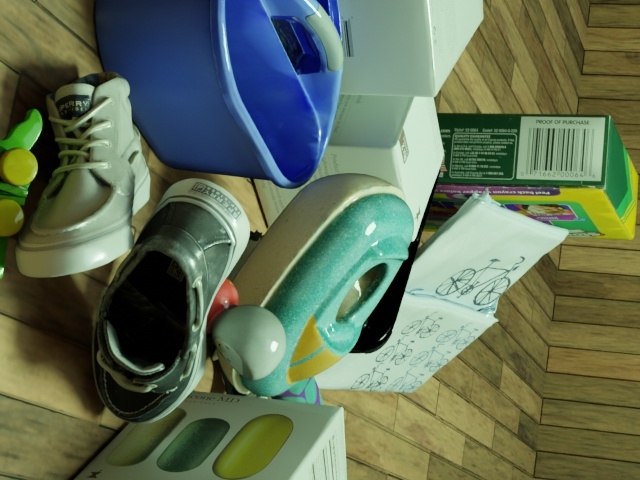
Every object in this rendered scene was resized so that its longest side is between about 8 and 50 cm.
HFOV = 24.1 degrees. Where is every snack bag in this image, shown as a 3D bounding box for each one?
[{"bbox_3d":[0.157,0.081,1.943,0.342,0.037,0.323,-44,154,17],"label":"snack bag"}]

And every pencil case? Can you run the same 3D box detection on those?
[{"bbox_3d":[-0.026,0.188,1.804,0.070,0.064,0.152,-56,148,-30],"label":"pencil case"}]

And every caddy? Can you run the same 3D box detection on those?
[{"bbox_3d":[-0.067,-0.197,1.423,0.341,0.179,0.241,61,39,-58],"label":"caddy"}]

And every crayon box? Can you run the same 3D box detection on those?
[{"bbox_3d":[0.225,-0.084,2.009,0.313,0.363,0.106,31,63,-69],"label":"crayon box"}]

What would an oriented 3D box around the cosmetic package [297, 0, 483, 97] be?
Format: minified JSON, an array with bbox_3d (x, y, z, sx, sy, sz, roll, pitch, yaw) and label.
[{"bbox_3d":[0.045,-0.265,1.660,0.225,0.224,0.138,-58,146,-53],"label":"cosmetic package"}]

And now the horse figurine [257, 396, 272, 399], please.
[{"bbox_3d":[-0.048,0.292,1.736,0.174,0.066,0.263,-90,162,-47],"label":"horse figurine"}]

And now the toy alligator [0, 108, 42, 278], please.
[{"bbox_3d":[-0.256,-0.013,1.126,0.051,0.056,0.190,17,83,-25],"label":"toy alligator"}]

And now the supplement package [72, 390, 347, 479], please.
[{"bbox_3d":[-0.106,0.287,1.386,0.263,0.199,0.198,-46,136,-62],"label":"supplement package"}]

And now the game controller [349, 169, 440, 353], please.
[{"bbox_3d":[0.034,-0.008,1.778,0.067,0.166,0.319,105,3,-54],"label":"game controller"}]

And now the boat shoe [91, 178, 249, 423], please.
[{"bbox_3d":[-0.144,0.078,1.259,0.102,0.108,0.301,-56,178,-44],"label":"boat shoe"}]

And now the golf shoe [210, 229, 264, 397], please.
[{"bbox_3d":[-0.078,0.086,1.614,0.094,0.077,0.198,-50,139,-59],"label":"golf shoe"}]

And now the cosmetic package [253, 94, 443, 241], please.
[{"bbox_3d":[0.030,-0.107,1.714,0.151,0.183,0.151,75,27,-45],"label":"cosmetic package"}]

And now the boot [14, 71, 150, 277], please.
[{"bbox_3d":[-0.195,-0.062,1.192,0.258,0.095,0.123,-91,172,-73],"label":"boot"}]

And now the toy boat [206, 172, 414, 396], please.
[{"bbox_3d":[-0.030,0.062,1.449,0.267,0.148,0.318,-57,156,20],"label":"toy boat"}]
